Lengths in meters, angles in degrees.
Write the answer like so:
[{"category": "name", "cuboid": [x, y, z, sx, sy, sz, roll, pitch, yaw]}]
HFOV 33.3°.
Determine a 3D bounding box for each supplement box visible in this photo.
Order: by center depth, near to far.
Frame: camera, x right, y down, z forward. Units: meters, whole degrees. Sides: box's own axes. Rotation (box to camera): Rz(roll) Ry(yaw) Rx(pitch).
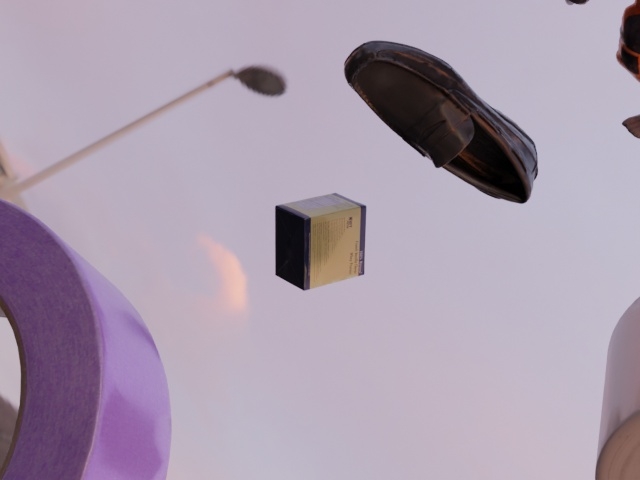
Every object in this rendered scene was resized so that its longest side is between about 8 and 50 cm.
[{"category": "supplement box", "cuboid": [0.000, 0.000, 1.162, 0.056, 0.083, 0.083, 26, -58, 48]}]

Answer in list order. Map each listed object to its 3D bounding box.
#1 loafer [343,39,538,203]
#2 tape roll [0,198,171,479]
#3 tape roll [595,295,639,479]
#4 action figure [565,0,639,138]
[{"category": "loafer", "cuboid": [0.117, -0.107, 0.988, 0.223, 0.078, 0.076, 30, -52, -25]}, {"category": "tape roll", "cuboid": [-0.225, 0.111, 0.592, 0.275, 0.275, 0.090, 40, -8, 28]}, {"category": "tape roll", "cuboid": [0.375, 0.166, 0.957, 0.246, 0.169, 0.246, 10, -53, 13]}, {"category": "action figure", "cuboid": [0.326, -0.296, 0.941, 0.178, 0.341, 0.330, 15, -19, 17]}]
